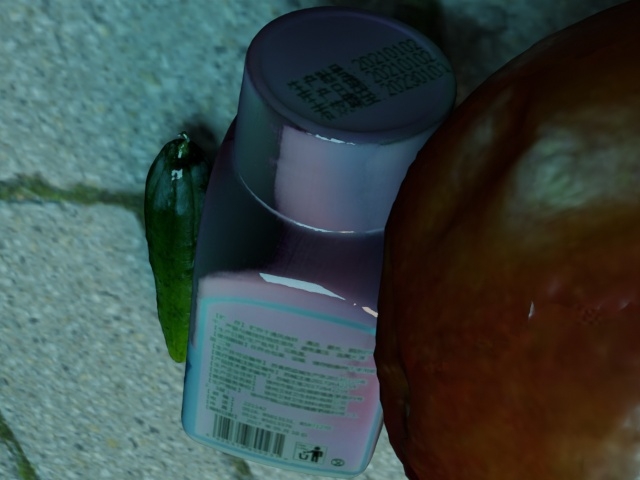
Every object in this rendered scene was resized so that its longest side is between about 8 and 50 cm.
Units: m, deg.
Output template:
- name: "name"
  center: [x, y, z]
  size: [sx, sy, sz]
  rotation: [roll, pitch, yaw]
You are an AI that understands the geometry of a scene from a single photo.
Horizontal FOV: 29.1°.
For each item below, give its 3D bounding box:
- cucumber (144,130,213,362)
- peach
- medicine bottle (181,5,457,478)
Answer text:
- name: "cucumber"
  center: [-0.068, 0.000, 0.607]
  size: [0.039, 0.039, 0.168]
  rotation: [14, 138, 8]
- name: "peach"
  center: [0.154, 0.040, 0.402]
  size: [0.281, 0.238, 0.281]
  rotation: [-3, 144, -2]
- name: "medicine bottle"
  center: [0.000, 0.000, 0.518]
  size: [0.094, 0.119, 0.188]
  rotation: [14, 137, 3]
